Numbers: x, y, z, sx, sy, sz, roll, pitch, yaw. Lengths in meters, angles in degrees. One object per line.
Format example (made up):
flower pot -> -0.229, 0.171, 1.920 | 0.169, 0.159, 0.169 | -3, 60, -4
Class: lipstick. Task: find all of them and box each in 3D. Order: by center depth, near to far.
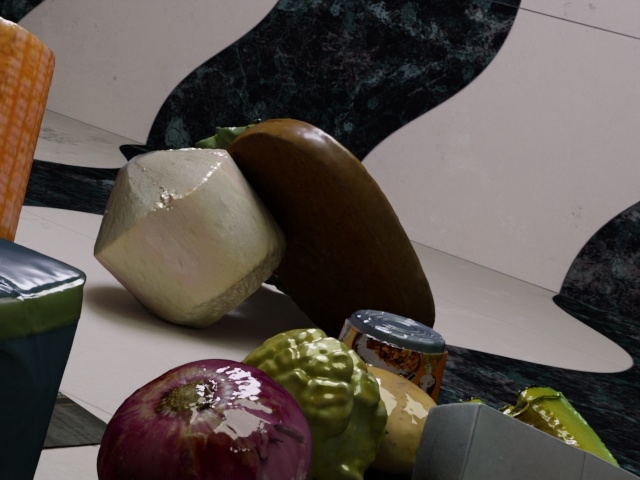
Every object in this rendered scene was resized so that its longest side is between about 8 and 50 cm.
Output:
lipstick -> 0.250, 0.247, 1.083 | 0.371, 0.079, 0.076 | 27, -23, -25

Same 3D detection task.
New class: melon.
melon -> 0.214, 0.252, 1.238 | 0.169, 0.129, 0.265 | 44, 17, 25

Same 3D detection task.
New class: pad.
pad -> -0.268, 0.133, 1.254 | 0.250, 0.055, 0.323 | 23, 28, 38

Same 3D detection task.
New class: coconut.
coconut -> -0.192, -0.017, 1.696 | 0.244, 0.239, 0.239 | 49, 2, -13

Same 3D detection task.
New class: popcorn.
popcorn -> -0.008, 0.173, 1.193 | 0.173, 0.173, 0.142 | 19, 17, 19

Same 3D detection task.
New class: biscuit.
biscuit -> 0.006, -0.005, 1.753 | 0.350, 0.394, 0.070 | 8, 42, 48

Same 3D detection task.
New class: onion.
onion -> -0.095, 0.180, 0.990 | 0.177, 0.153, 0.177 | 14, 26, -7

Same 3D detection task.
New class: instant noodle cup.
instant noodle cup -> 0.083, 0.161, 1.498 | 0.178, 0.125, 0.208 | 18, 9, 6

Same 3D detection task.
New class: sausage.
sausage -> -0.482, -0.130, 1.554 | 0.233, 0.287, 0.233 | 8, -18, 3

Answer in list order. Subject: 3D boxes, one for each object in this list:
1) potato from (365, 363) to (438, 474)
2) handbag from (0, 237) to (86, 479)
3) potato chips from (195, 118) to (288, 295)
potato -> 0.055, 0.191, 1.312 | 0.178, 0.109, 0.118 | 16, 11, 43
handbag -> -0.302, 0.103, 0.768 | 0.263, 0.241, 0.222 | 20, 9, 10
potato chips -> -0.074, -0.018, 1.932 | 0.389, 0.373, 0.097 | 15, 47, 27
